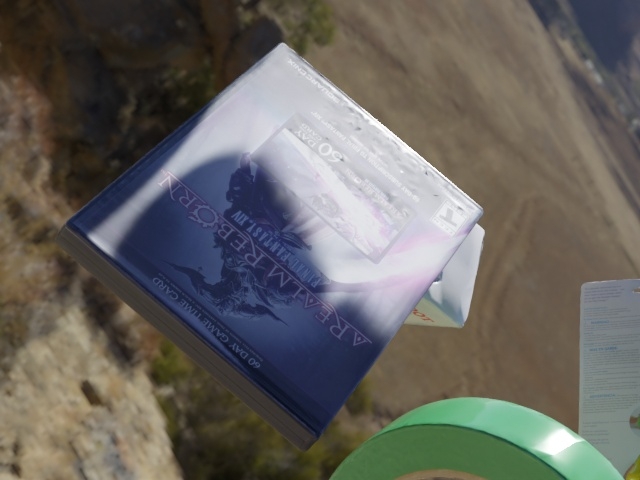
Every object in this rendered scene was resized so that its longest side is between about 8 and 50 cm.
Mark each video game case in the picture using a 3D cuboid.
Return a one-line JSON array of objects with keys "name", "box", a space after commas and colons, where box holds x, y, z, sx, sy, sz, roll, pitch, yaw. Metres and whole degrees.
[{"name": "video game case", "box": [-0.019, -0.010, 0.873, 0.196, 0.026, 0.274, 40, 41, 1]}]

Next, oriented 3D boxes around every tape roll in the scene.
[{"name": "tape roll", "box": [0.146, 0.305, 1.196, 0.077, 0.321, 0.321, -23, 81, -55]}]

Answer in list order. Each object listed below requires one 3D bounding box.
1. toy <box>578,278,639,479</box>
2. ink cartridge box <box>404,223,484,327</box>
[{"name": "toy", "box": [0.333, 0.157, 1.337, 0.056, 0.137, 0.237, 40, 51, -53]}, {"name": "ink cartridge box", "box": [0.000, 0.000, 1.386, 0.207, 0.283, 0.117, 36, 63, -46]}]
